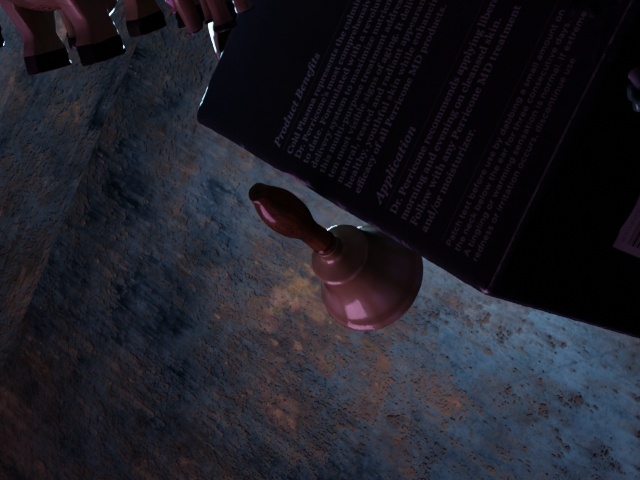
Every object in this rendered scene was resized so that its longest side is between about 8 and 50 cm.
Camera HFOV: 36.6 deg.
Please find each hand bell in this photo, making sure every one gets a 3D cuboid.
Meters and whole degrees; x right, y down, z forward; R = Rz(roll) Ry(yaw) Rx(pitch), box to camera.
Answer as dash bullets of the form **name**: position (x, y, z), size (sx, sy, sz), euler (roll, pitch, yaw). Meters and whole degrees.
- **hand bell**: position (0.000, 0.000, 0.973), size (0.126, 0.126, 0.242), euler (30, 177, 35)

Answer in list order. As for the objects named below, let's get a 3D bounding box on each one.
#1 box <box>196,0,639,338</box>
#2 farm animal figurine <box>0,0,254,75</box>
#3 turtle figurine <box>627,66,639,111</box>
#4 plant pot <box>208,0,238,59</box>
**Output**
- **box**: position (0.210, -0.125, 1.083), size (0.480, 0.297, 0.471), euler (17, -167, -45)
- **farm animal figurine**: position (-0.155, -0.247, 0.754), size (0.330, 0.172, 0.327), euler (-8, -159, 27)
- **turtle figurine**: position (0.223, -0.132, 0.570), size (0.234, 0.118, 0.175), euler (41, 176, 7)
- **plant pot**: position (-0.088, -0.390, 1.563), size (0.237, 0.237, 0.254), euler (19, -156, -33)
